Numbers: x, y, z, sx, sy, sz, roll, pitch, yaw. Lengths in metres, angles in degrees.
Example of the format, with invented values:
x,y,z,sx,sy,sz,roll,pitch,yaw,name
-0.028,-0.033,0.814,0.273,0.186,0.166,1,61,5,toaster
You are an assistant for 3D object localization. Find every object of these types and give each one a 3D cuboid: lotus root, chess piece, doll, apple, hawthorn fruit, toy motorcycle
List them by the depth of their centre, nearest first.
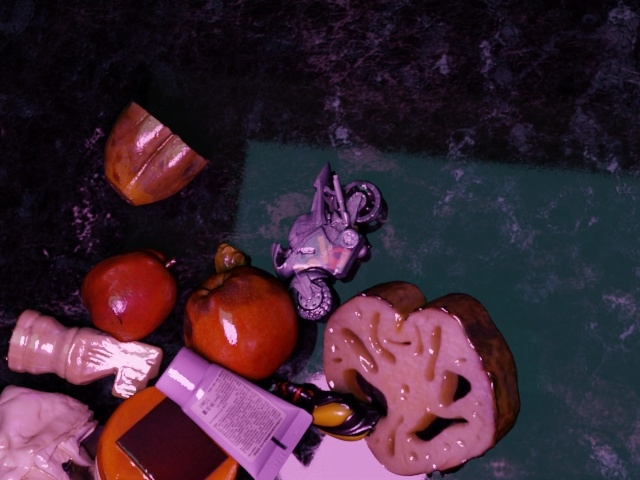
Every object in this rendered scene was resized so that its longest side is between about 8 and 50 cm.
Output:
x,y,z,sx,sy,sz,roll,pitch,yaw,name
0.174,0.261,1.664,0.391,0.111,0.374,22,111,31,lotus root
0.008,0.322,1.704,0.249,0.127,0.088,9,83,37,doll
-0.156,0.156,1.736,0.230,0.230,0.229,-2,81,9,apple
0.000,0.000,1.805,0.173,0.108,0.307,25,84,18,toy motorcycle
-0.369,0.101,1.815,0.202,0.185,0.185,-39,77,-1,hawthorn fruit
-0.358,-0.164,1.842,0.188,0.199,0.180,39,84,20,lotus root
-0.477,0.236,1.852,0.301,0.137,0.137,13,83,1,chess piece

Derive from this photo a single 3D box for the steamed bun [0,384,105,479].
x,y,z,sx,sy,sz,roll,pitch,yaw,name
-0.522,0.440,1.754,0.206,0.275,0.319,4,118,-1,steamed bun

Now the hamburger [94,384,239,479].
x,y,z,sx,sy,sz,roll,pitch,yaw,name
-0.285,0.416,1.697,0.291,0.225,0.290,8,58,-12,hamburger

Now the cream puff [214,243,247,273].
x,y,z,sx,sy,sz,roll,pitch,yaw,name
-0.183,0.048,1.854,0.058,0.083,0.083,-23,60,-35,cream puff

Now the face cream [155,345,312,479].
x,y,z,sx,sy,sz,roll,pitch,yaw,name
-0.161,0.302,1.623,0.274,0.096,0.154,37,67,-3,face cream
